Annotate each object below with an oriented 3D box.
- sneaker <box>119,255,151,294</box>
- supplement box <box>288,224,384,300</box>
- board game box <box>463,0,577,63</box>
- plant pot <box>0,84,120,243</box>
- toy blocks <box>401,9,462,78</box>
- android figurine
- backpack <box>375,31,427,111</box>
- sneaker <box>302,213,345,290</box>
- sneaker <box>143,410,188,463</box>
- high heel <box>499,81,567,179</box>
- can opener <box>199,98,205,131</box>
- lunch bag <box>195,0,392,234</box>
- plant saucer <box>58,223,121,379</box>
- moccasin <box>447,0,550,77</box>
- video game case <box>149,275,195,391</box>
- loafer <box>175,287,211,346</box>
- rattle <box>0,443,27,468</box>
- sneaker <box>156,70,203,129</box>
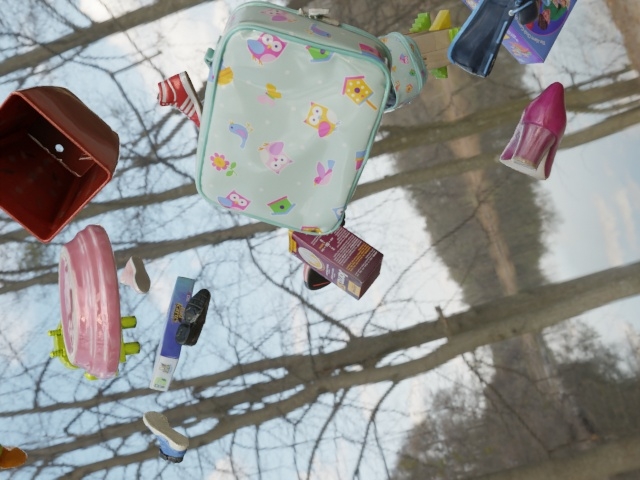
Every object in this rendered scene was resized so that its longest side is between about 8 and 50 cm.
[{"bbox_3d":[-0.493,0.109,1.884,0.051,0.070,0.134,22,-152,-40],"label":"sneaker"},{"bbox_3d":[0.029,0.026,1.457,0.188,0.081,0.104,35,158,14],"label":"supplement box"},{"bbox_3d":[0.453,-0.613,1.658,0.347,0.233,0.078,34,172,-32],"label":"board game box"},{"bbox_3d":[-0.623,-0.207,1.657,0.267,0.267,0.235,44,-155,-17],"label":"plant pot"},{"bbox_3d":[0.221,-0.535,2.040,0.381,0.261,0.190,25,130,62],"label":"toy blocks"},{"bbox_3d":[-0.685,0.298,2.149,0.273,0.056,0.248,0,-106,-37],"label":"android figurine"},{"bbox_3d":[0.150,-0.369,1.559,0.165,0.144,0.188,67,169,-9],"label":"backpack"},{"bbox_3d":[0.001,0.000,2.082,0.136,0.116,0.313,-128,39,-49],"label":"sneaker"},{"bbox_3d":[-0.398,0.503,1.793,0.058,0.152,0.084,-22,-44,-54],"label":"sneaker"},{"bbox_3d":[0.507,-0.243,1.632,0.181,0.127,0.377,-66,-8,7],"label":"high heel"},{"bbox_3d":[-0.156,-0.166,1.407,0.283,0.095,0.076,63,-162,12],"label":"can opener"},{"bbox_3d":[-0.042,-0.153,0.889,0.108,0.224,0.279,-78,6,-53],"label":"lunch bag"},{"bbox_3d":[-0.494,0.131,1.498,0.332,0.084,0.332,14,106,61],"label":"plant saucer"},{"bbox_3d":[0.389,-0.476,1.413,0.117,0.342,0.137,38,-131,4],"label":"moccasin"},{"bbox_3d":[-0.447,0.282,2.141,0.244,0.061,0.269,120,160,-51],"label":"video game case"},{"bbox_3d":[-0.348,0.217,1.992,0.061,0.062,0.170,34,-100,-54],"label":"loafer"},{"bbox_3d":[-0.723,0.446,1.614,0.130,0.143,0.199,43,119,57],"label":"rattle"},{"bbox_3d":[-0.245,-0.236,1.249,0.042,0.067,0.118,-107,-2,-52],"label":"sneaker"}]
